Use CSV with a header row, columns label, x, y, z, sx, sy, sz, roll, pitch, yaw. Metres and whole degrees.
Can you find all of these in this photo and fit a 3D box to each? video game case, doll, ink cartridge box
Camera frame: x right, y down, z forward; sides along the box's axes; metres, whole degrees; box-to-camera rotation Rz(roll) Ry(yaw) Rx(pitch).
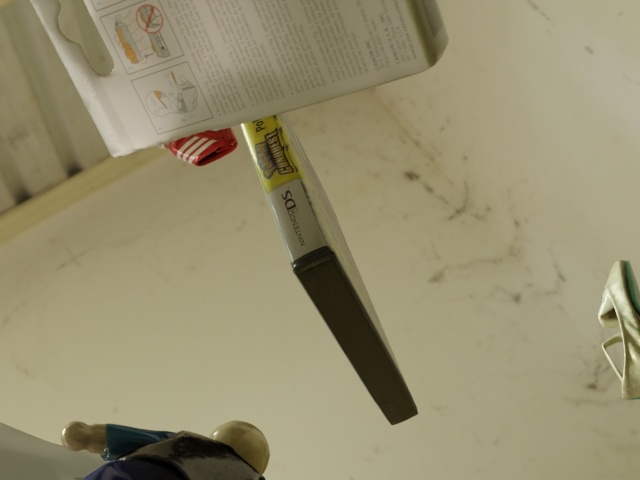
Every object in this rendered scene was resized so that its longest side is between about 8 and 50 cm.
label,x,y,z,sx,sy,sz,roll,pitch,yaw
video game case,0.000,0.000,0.816,0.035,0.248,0.275,-25,-38,3
doll,-0.078,0.124,0.455,0.189,0.129,0.046,-15,-56,-65
ink cartridge box,-0.062,-0.166,0.559,0.232,0.189,0.066,-11,26,29

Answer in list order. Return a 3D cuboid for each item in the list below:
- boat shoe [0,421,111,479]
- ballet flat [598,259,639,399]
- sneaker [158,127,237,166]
label,x,y,z,sx,sy,sz,roll,pitch,yaw
boat shoe,-0.200,0.191,0.621,0.102,0.108,0.301,-43,-28,10
ballet flat,0.314,0.089,0.965,0.052,0.168,0.057,-21,-46,20
sneaker,-0.159,-0.216,1.486,0.221,0.128,0.087,-59,-18,8
